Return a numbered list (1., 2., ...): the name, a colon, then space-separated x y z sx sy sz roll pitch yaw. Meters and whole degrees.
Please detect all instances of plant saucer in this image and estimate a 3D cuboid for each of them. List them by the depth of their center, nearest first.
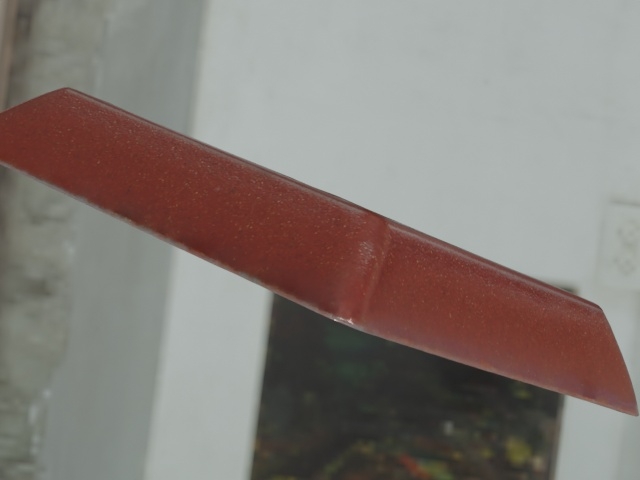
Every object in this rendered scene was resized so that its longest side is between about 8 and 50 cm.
1. plant saucer: 0.000 0.000 0.890 0.259 0.047 0.258 23 -179 38
